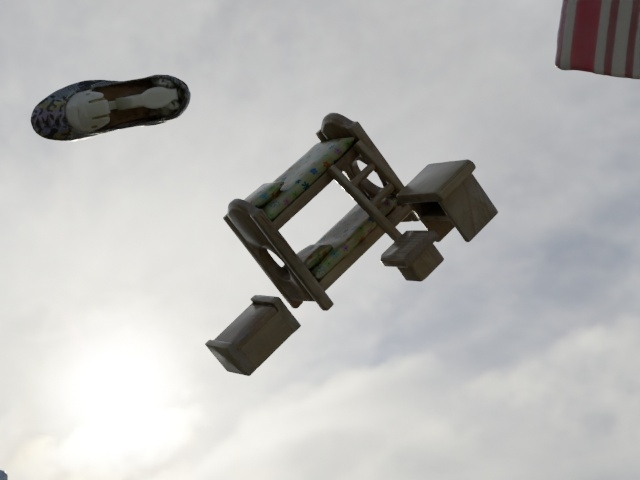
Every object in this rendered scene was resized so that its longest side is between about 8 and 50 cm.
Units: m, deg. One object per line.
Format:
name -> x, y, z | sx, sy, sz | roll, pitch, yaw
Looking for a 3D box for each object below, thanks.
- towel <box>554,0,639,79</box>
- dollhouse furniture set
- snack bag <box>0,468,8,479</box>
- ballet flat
towel -> 0.275, -0.184, 0.950 | 0.197, 0.144, 0.029 | 8, 13, 7
dollhouse furniture set -> 0.000, 0.000, 0.914 | 0.101, 0.182, 0.161 | 53, -23, -17
snack bag -> -0.351, 0.264, 0.730 | 0.323, 0.342, 0.037 | -3, -45, 11
ballet flat -> -0.143, -0.095, 0.908 | 0.114, 0.041, 0.041 | -13, -25, -20
